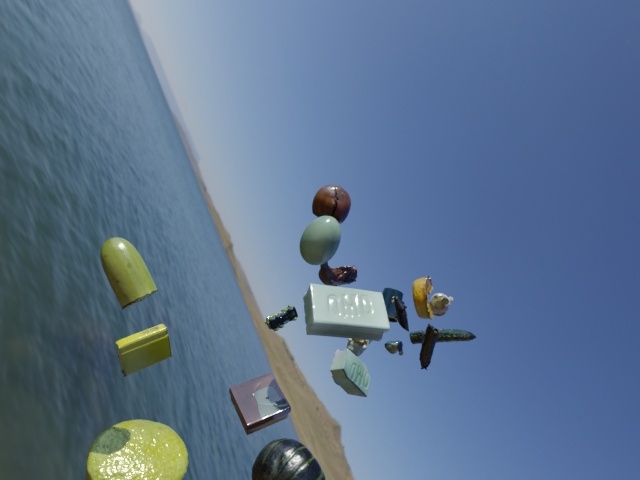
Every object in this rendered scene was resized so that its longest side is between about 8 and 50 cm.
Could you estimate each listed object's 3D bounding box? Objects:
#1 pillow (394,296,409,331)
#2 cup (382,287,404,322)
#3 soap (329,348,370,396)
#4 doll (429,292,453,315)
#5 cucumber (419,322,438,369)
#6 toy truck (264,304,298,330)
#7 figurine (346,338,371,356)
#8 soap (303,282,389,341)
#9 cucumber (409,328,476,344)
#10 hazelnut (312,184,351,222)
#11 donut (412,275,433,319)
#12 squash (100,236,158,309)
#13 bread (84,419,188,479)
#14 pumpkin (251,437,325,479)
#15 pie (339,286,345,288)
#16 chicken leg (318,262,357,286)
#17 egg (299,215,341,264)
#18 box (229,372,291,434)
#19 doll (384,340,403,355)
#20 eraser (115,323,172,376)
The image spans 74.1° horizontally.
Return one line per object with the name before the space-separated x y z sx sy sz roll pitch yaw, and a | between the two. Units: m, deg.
pillow | 0.359 0.328 1.889 0.090 0.048 0.150 -106 -178 -56
cup | 0.384 0.350 2.263 0.176 0.155 0.131 29 -20 -27
soap | 0.148 0.630 2.000 0.091 0.145 0.230 -16 -50 39
doll | 0.507 0.279 1.814 0.207 0.129 0.081 61 4 -67
cucumber | 0.408 0.404 1.608 0.053 0.053 0.182 -144 -116 -68
toy truck | -0.210 0.401 2.202 0.100 0.168 0.077 0 -68 57
figurine | 0.205 0.571 2.337 0.127 0.235 0.155 37 -45 4
soap | 0.084 0.240 1.417 0.088 0.265 0.160 116 -24 -43
cucumber | 0.554 0.433 1.924 0.067 0.293 0.068 -9 90 -66
hazelnut | 0.063 -0.199 2.322 0.181 0.212 0.181 -82 -165 -47
donut | 0.412 0.228 1.703 0.146 0.078 0.181 44 46 -57
squash | -0.677 0.100 1.465 0.247 0.132 0.132 61 -12 1
bread | -0.697 0.874 1.559 0.308 0.348 0.348 -62 -148 16
pumpkin | -0.127 0.965 1.707 0.323 0.241 0.323 16 -67 42
pie | 0.110 0.259 2.009 0.084 0.021 0.084 32 -50 48
chicken leg | 0.068 0.164 2.152 0.407 0.158 0.096 34 20 -53
egg | 0.000 0.000 1.849 0.231 0.168 0.168 -64 -151 12
box | -0.275 0.727 1.893 0.215 0.215 0.086 46 -43 43
doll | 0.313 0.454 1.795 0.083 0.050 0.076 -23 -72 47
eraser | -0.782 0.482 1.886 0.069 0.226 0.158 17 -64 46
